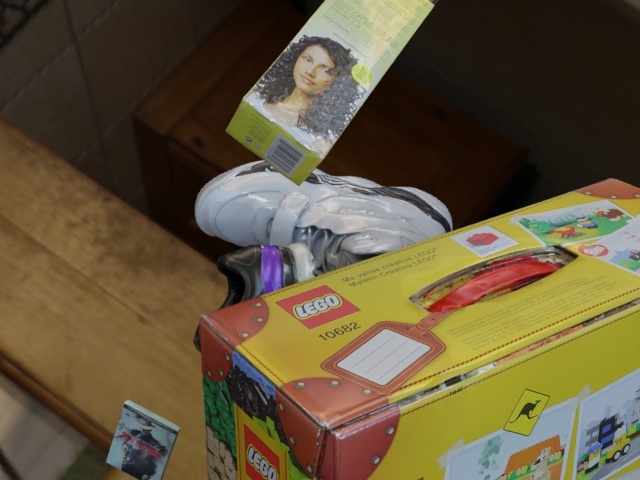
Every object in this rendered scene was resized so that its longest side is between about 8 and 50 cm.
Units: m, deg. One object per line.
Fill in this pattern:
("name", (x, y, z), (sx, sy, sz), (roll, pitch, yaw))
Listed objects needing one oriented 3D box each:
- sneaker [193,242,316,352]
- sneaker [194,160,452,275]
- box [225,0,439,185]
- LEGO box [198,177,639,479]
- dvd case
("sneaker", (-0.088, 0.147, 1.302), (0.102, 0.146, 0.293), (165, -74, -63))
("sneaker", (0.000, 0.000, 1.413), (0.210, 0.366, 0.137), (-82, 180, -62))
("box", (0.015, -0.160, 0.929), (0.232, 0.087, 0.058), (-57, -175, -33))
("LEGO box", (0.153, 0.193, 0.999), (0.500, 0.193, 0.372), (-17, 122, -31))
("dvd case", (-0.250, 0.287, 1.467), (0.119, 0.087, 0.013), (-67, 172, 30))
